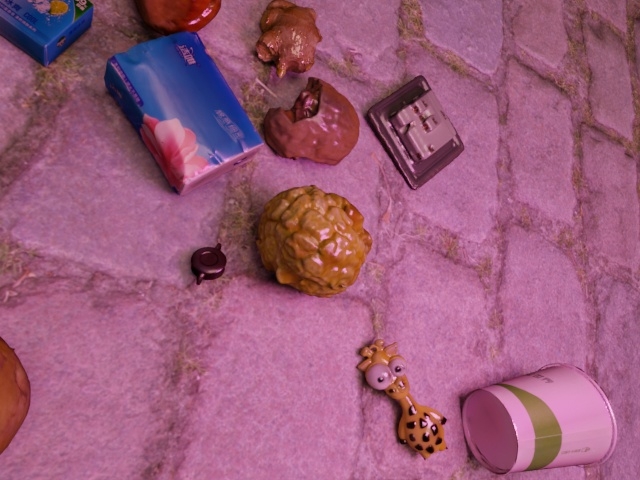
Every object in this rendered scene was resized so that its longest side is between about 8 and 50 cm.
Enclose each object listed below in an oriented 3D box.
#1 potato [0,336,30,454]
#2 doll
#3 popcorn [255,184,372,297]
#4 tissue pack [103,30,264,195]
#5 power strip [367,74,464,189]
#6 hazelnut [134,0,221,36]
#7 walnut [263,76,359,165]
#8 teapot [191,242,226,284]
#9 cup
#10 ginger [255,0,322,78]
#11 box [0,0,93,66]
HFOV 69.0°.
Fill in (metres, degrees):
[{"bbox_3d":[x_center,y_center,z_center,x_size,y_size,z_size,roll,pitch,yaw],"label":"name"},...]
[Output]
[{"bbox_3d":[-0.545,0.199,0.602,0.237,0.301,0.289,-76,150,-43],"label":"potato"},{"bbox_3d":[0.189,0.356,1.046,0.117,0.086,0.291,-30,92,-2],"label":"doll"},{"bbox_3d":[0.000,0.000,0.974,0.251,0.206,0.237,-14,69,-43],"label":"popcorn"},{"bbox_3d":[-0.261,-0.255,0.923,0.209,0.137,0.270,-34,94,-33],"label":"tissue pack"},{"bbox_3d":[0.282,-0.305,1.272,0.251,0.092,0.257,-41,102,-34],"label":"power strip"},{"bbox_3d":[-0.301,-0.503,0.961,0.182,0.182,0.182,8,73,-28],"label":"hazelnut"},{"bbox_3d":[0.005,-0.271,1.081,0.204,0.141,0.238,50,62,-14],"label":"walnut"},{"bbox_3d":[-0.220,0.046,0.922,0.068,0.045,0.100,23,47,0],"label":"teapot"},{"bbox_3d":[0.508,0.435,1.123,0.274,0.253,0.253,0,77,-23],"label":"cup"},{"bbox_3d":[-0.073,-0.478,1.110,0.157,0.102,0.216,16,69,-18],"label":"ginger"},{"bbox_3d":[-0.544,-0.439,0.850,0.194,0.073,0.139,36,63,-16],"label":"box"}]
